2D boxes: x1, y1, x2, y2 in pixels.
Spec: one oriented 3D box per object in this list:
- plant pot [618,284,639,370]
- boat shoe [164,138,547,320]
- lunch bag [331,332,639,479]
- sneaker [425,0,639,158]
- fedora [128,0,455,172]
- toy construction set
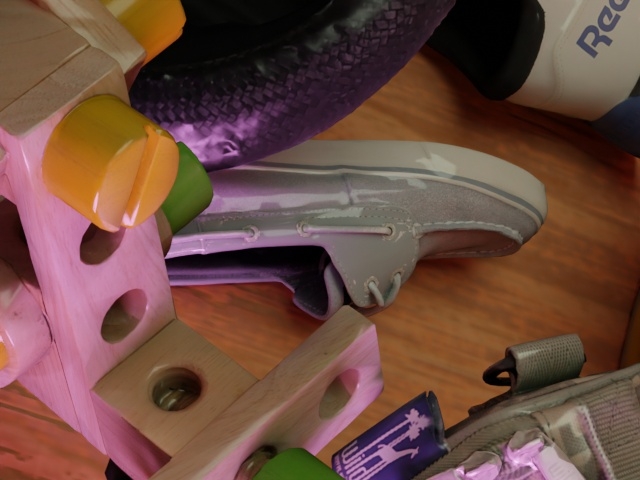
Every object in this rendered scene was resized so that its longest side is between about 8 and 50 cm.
[{"bbox_3d":[0.280,0.049,0.921,0.239,0.254,0.254,19,56,0],"label":"plant pot"},{"bbox_3d":[0.000,0.000,0.896,0.227,0.079,0.081,4,70,-19],"label":"boat shoe"},{"bbox_3d":[0.101,0.208,0.722,0.212,0.256,0.305,-22,76,-34],"label":"lunch bag"},{"bbox_3d":[0.106,-0.198,1.016,0.182,0.127,0.315,6,64,-27],"label":"sneaker"},{"bbox_3d":[-0.079,-0.172,0.866,0.334,0.152,0.334,-1,77,6],"label":"fedora"},{"bbox_3d":[-0.109,0.010,0.600,0.309,0.257,0.237,-20,53,-44],"label":"toy construction set"}]
